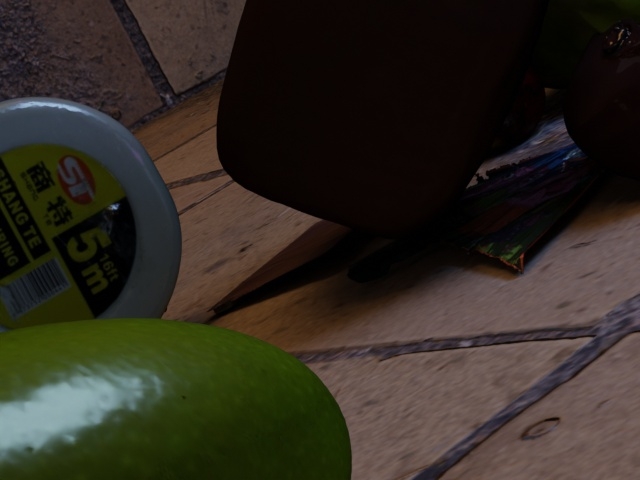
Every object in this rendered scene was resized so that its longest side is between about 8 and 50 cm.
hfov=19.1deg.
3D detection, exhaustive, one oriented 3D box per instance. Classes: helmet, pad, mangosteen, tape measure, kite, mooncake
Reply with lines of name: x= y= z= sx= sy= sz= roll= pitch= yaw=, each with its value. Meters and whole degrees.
helmet: x=0.186 y=-0.072 z=1.090 sx=0.070 sy=0.098 sz=0.123 roll=-57 pitch=15 yaw=-7
pad: x=0.000 y=0.000 z=1.391 sx=0.113 sy=0.006 sz=0.188 roll=-27 pitch=7 yaw=31
mangosteen: x=0.128 y=-0.106 z=1.428 sx=0.081 sy=0.081 sz=0.081 roll=-26 pitch=10 yaw=5
tape measure: x=-0.240 y=-0.050 z=1.291 sx=0.215 sy=0.351 sz=0.098 roll=-32 pitch=14 yaw=-19
kite: x=0.124 y=-0.026 z=1.220 sx=0.234 sy=0.016 sz=0.321 roll=-27 pitch=11 yaw=-11
mooncake: x=0.057 y=-0.157 z=1.211 sx=0.334 sy=0.174 sz=0.326 roll=97 pitch=-168 yaw=-68

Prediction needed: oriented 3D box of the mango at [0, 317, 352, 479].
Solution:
mango: x=-0.111 y=0.121 z=0.636 sx=0.343 sy=0.156 sz=0.192 roll=-18 pitch=-41 yaw=-44

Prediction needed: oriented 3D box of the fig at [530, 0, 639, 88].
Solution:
fig: x=0.224 y=-0.195 z=1.439 sx=0.206 sy=0.206 sz=0.275 roll=-32 pitch=41 yaw=-30
